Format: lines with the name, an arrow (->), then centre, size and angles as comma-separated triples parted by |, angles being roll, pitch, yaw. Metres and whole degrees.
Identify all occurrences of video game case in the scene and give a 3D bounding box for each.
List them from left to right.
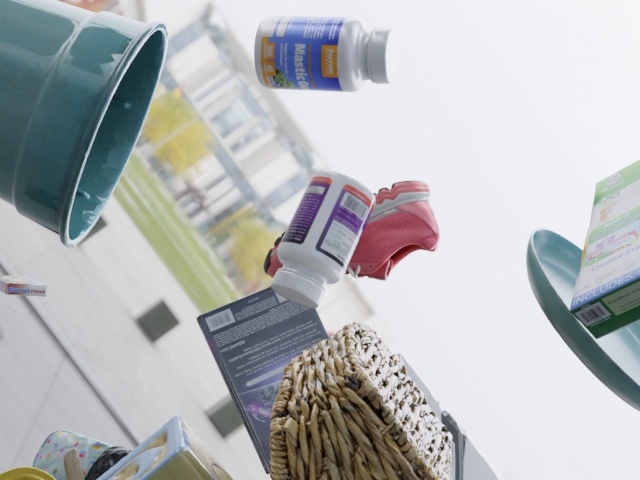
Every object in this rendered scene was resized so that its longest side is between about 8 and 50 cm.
video game case -> -0.060, 0.213, 1.773 | 0.274, 0.196, 0.026 | 65, -28, 7

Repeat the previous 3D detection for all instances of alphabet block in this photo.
alphabet block -> -0.184, 0.363, 1.335 | 0.197, 0.193, 0.192 | 52, -4, -8

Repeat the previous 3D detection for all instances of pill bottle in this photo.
pill bottle -> 0.000, 0.000, 1.650 | 0.108, 0.193, 0.108 | 23, -16, 7
pill bottle -> 0.015, -0.378, 2.210 | 0.272, 0.152, 0.152 | 5, -25, 18

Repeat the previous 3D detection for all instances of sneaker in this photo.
sneaker -> 0.052, 0.015, 1.801 | 0.136, 0.314, 0.116 | 69, 13, 13

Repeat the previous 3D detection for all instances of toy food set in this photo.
toy food set -> -0.456, 0.408, 1.638 | 0.128, 0.218, 0.071 | 69, -23, 3

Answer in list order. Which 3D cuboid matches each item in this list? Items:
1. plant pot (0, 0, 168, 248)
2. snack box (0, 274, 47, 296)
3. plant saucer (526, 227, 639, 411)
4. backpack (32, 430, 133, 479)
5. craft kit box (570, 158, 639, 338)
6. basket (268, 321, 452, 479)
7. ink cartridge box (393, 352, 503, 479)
plant pot -> -0.432, -0.208, 1.513 | 0.334, 0.341, 0.341 | 23, -5, -1
snack box -> -0.511, 0.076, 1.839 | 0.178, 0.064, 0.022 | 7, -88, 65
plant saucer -> 0.372, 0.115, 1.410 | 0.317, 0.044, 0.317 | 38, 22, -19
backpack -> -0.429, 0.415, 1.971 | 0.182, 0.152, 0.115 | 9, -37, 40
craft kit box -> 0.397, -0.033, 1.171 | 0.061, 0.250, 0.246 | 44, 41, -18
basket -> 0.008, 0.238, 1.270 | 0.213, 0.223, 0.299 | 55, 9, 0
ink cartridge box -> 0.132, 0.432, 2.093 | 0.395, 0.285, 0.166 | 51, 34, -27
